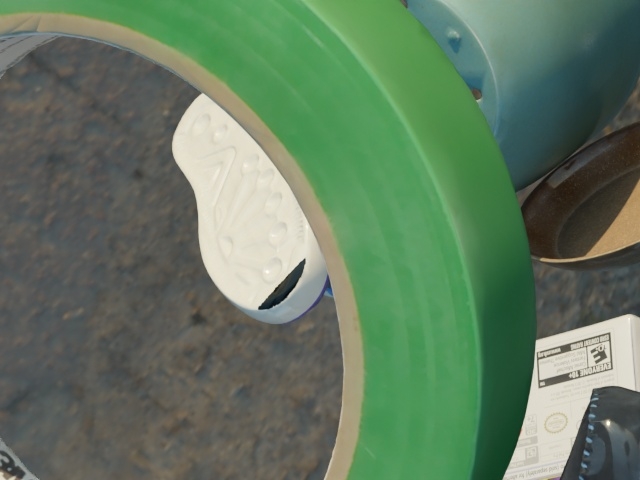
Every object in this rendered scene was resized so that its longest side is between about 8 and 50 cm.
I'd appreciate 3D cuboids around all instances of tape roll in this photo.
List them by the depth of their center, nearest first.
[{"bbox_3d":[-0.081,0.028,0.590,0.321,0.077,0.321,6,104,23],"label":"tape roll"}]

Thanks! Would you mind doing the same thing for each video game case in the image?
[{"bbox_3d":[0.147,0.208,1.161,0.269,0.244,0.061,-20,148,38],"label":"video game case"}]

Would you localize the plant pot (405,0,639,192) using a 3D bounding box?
[{"bbox_3d":[0.095,-0.155,1.226,0.293,0.235,0.293,11,117,22],"label":"plant pot"}]

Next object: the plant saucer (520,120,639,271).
[{"bbox_3d":[0.248,-0.033,1.203,0.198,0.198,0.036,-19,115,29],"label":"plant saucer"}]

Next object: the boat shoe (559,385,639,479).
[{"bbox_3d":[0.100,0.190,0.723,0.089,0.109,0.258,15,99,14],"label":"boat shoe"}]

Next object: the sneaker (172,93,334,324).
[{"bbox_3d":[0.000,0.000,1.398,0.130,0.323,0.236,-46,126,13],"label":"sneaker"}]
